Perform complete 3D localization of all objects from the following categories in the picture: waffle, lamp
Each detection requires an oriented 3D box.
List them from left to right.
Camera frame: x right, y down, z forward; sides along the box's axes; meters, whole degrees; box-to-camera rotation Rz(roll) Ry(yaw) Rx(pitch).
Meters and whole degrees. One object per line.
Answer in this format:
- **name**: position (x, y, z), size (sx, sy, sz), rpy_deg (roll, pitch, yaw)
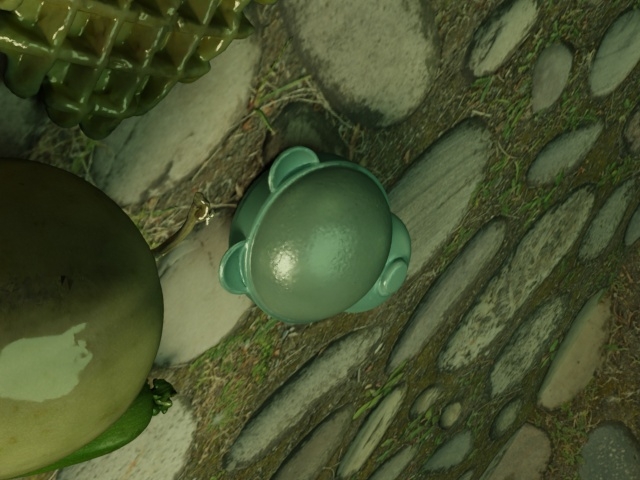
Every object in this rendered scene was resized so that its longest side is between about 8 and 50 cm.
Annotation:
- **waffle**: position (-0.143, -0.233, 0.849), size (0.309, 0.056, 0.292), rpy_deg (-40, 148, -24)
- **lamp**: position (0.008, 0.006, 1.229), size (0.209, 0.147, 0.284), rpy_deg (-59, 151, 6)

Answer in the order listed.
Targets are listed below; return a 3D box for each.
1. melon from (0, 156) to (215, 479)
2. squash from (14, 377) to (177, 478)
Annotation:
- **melon**: position (-0.267, 0.062, 0.797), size (0.308, 0.272, 0.272), rpy_deg (2, 122, -36)
- **squash**: position (-0.290, 0.194, 1.061), size (0.379, 0.101, 0.101), rpy_deg (-1, 123, -56)
